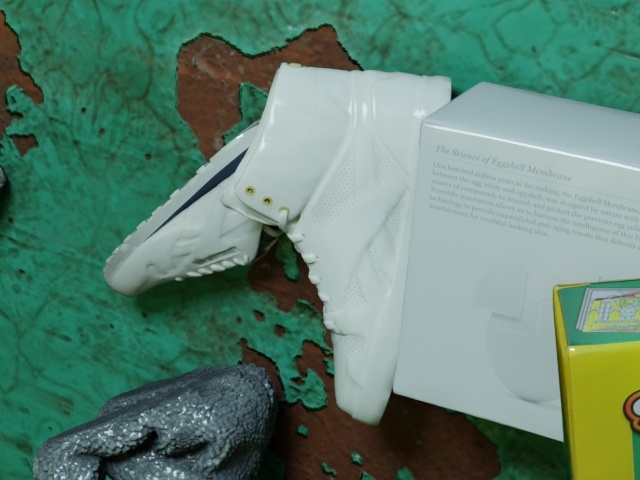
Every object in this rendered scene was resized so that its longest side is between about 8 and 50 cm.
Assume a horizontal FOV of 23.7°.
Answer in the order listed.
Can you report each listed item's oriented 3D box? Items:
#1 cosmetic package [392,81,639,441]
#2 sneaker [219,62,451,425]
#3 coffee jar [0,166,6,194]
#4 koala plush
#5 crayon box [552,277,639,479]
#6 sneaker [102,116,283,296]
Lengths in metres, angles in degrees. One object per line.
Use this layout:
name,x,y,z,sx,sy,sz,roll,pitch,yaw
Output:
cosmetic package,0.189,0.019,1.146,0.224,0.138,0.224,15,116,22
sneaker,0.000,0.000,1.229,0.169,0.108,0.292,8,103,-2
coffee jar,-0.381,-0.009,1.458,0.079,0.096,0.184,45,121,10
koala plush,-0.103,0.236,1.352,0.203,0.196,0.221,-20,94,21
crayon box,0.351,0.173,1.032,0.363,0.106,0.313,-5,112,6
sneaker,-0.097,-0.007,1.322,0.095,0.090,0.235,47,124,-6
